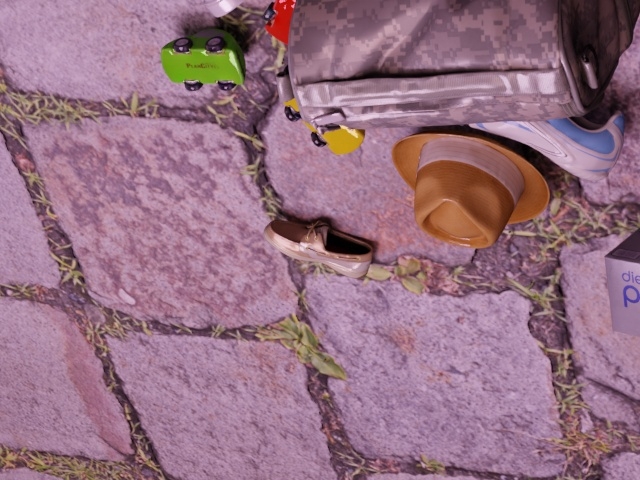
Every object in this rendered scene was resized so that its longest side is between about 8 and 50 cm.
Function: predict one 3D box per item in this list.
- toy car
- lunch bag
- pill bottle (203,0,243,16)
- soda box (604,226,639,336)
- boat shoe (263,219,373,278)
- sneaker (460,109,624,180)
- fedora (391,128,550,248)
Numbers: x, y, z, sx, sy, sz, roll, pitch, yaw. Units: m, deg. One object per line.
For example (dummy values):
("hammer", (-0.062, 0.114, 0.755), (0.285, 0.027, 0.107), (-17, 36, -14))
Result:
("toy car", (-0.067, -0.203, 1.763), (0.225, 0.053, 0.239), (4, 132, 23))
("lunch bag", (0.131, -0.214, 1.509), (0.305, 0.256, 0.212), (0, 131, 26))
("pill bottle", (-0.133, -0.308, 1.668), (0.086, 0.086, 0.152), (-23, 118, 39))
("soda box", (0.442, 0.062, 1.676), (0.286, 0.091, 0.098), (12, 123, 40))
("boat shoe", (0.000, 0.000, 1.934), (0.135, 0.050, 0.045), (19, 134, -6))
("sneaker", (0.205, -0.142, 1.685), (0.237, 0.085, 0.086), (24, 103, 11))
("fedora", (0.155, -0.045, 1.754), (0.194, 0.079, 0.194), (16, 156, 7))
